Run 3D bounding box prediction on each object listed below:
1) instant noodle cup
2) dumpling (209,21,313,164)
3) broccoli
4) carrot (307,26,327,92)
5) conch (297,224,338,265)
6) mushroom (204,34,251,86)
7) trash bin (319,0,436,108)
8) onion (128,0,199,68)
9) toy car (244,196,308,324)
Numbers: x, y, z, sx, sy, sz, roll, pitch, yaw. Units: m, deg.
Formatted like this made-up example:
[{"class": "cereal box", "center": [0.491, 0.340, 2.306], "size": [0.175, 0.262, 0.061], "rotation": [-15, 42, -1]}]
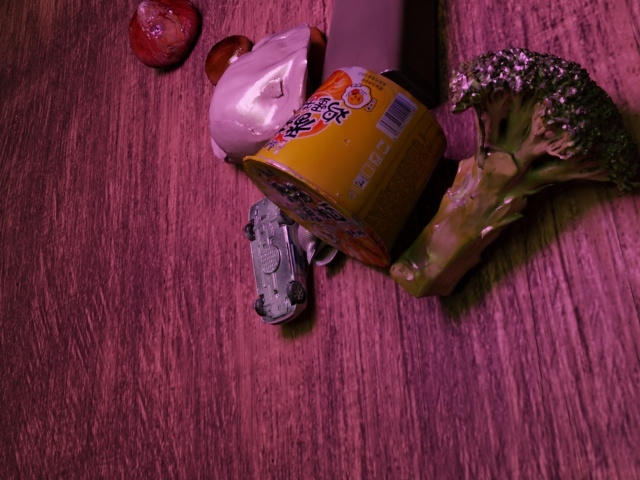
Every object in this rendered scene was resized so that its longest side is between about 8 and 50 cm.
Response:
[{"class": "instant noodle cup", "center": [0.045, -0.115, 1.143], "size": [0.264, 0.264, 0.200], "rotation": [23, 75, 47]}, {"class": "dumpling", "center": [-0.097, -0.264, 1.385], "size": [0.341, 0.181, 0.260], "rotation": [120, 164, -79]}, {"class": "broccoli", "center": [0.212, -0.093, 1.034], "size": [0.361, 0.221, 0.252], "rotation": [-36, 87, 28]}, {"class": "carrot", "center": [0.002, -0.326, 1.424], "size": [0.061, 0.061, 0.209], "rotation": [-40, 45, 25]}, {"class": "conch", "center": [0.002, -0.001, 1.278], "size": [0.076, 0.056, 0.085], "rotation": [-5, 88, 22]}, {"class": "mushroom", "center": [-0.193, -0.377, 1.634], "size": [0.123, 0.052, 0.123], "rotation": [-15, 66, 38]}, {"class": "trash bin", "center": [0.100, -0.327, 1.280], "size": [0.164, 0.122, 0.240], "rotation": [-12, 62, 40]}, {"class": "onion", "center": [-0.371, -0.490, 1.787], "size": [0.184, 0.147, 0.184], "rotation": [-11, 66, 25]}, {"class": "toy car", "center": [-0.065, 0.032, 1.312], "size": [0.090, 0.076, 0.224], "rotation": [-24, 65, 36]}]
